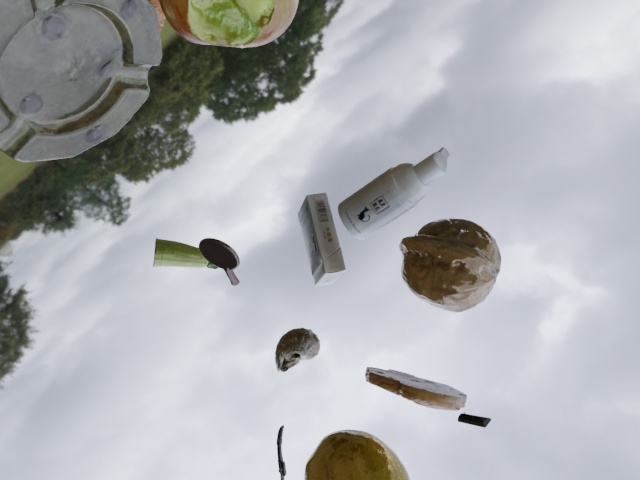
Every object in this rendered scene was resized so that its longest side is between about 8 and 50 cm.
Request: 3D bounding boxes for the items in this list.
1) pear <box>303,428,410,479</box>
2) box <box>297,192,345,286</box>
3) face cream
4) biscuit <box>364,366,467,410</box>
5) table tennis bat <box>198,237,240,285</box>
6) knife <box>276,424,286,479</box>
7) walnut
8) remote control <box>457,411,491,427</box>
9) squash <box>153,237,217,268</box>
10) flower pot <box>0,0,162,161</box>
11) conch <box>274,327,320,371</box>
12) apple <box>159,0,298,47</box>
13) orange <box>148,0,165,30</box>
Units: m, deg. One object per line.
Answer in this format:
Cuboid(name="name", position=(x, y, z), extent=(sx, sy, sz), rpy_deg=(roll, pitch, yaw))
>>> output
Cuboid(name="pear", position=(0.103, 0.705, 1.484), extent=(0.314, 0.314, 0.314), rpy_deg=(-33, -154, 18))
Cuboid(name="box", position=(0.000, 0.000, 1.529), extent=(0.067, 0.242, 0.155), rpy_deg=(-10, 164, -15))
Cuboid(name="face cream", position=(0.234, -0.153, 1.589), extent=(0.370, 0.145, 0.145), rpy_deg=(-35, -156, 28))
Cuboid(name="biscuit", position=(0.246, 0.397, 1.392), extent=(0.376, 0.270, 0.051), rpy_deg=(130, -25, -83))
Cuboid(name="table tennis bat", position=(-0.258, 0.090, 1.258), extent=(0.108, 0.169, 0.119), rpy_deg=(5, -131, 25))
Cuboid(name="knife", position=(-0.123, 0.705, 1.642), extent=(0.021, 0.045, 0.222), rpy_deg=(-7, -104, 22))
Cuboid(name="walnut", position=(0.491, 0.092, 1.980), extent=(0.384, 0.383, 0.383), rpy_deg=(-33, -154, 18))
Cuboid(name="remote control", position=(0.377, 0.439, 1.273), extent=(0.034, 0.016, 0.091), rpy_deg=(-38, -168, -31))
Cuboid(name="squash", position=(-0.431, 0.059, 1.680), extent=(0.094, 0.224, 0.094), rpy_deg=(-168, -90, -74))
Cuboid(name="flower pot", position=(-0.293, -0.225, 0.471), extent=(0.290, 0.259, 0.290), rpy_deg=(-44, 163, -17))
Cuboid(name="conch", position=(-0.080, 0.356, 1.632), extent=(0.207, 0.130, 0.155), rpy_deg=(-24, 131, -73))
Cuboid(name="apple", position=(-0.213, -0.607, 1.184), extent=(0.340, 0.339, 0.339), rpy_deg=(-33, -154, 18))
Cuboid(name="orange", position=(-0.592, -0.633, 1.514), extent=(0.274, 0.274, 0.310), rpy_deg=(-60, -177, -35))
